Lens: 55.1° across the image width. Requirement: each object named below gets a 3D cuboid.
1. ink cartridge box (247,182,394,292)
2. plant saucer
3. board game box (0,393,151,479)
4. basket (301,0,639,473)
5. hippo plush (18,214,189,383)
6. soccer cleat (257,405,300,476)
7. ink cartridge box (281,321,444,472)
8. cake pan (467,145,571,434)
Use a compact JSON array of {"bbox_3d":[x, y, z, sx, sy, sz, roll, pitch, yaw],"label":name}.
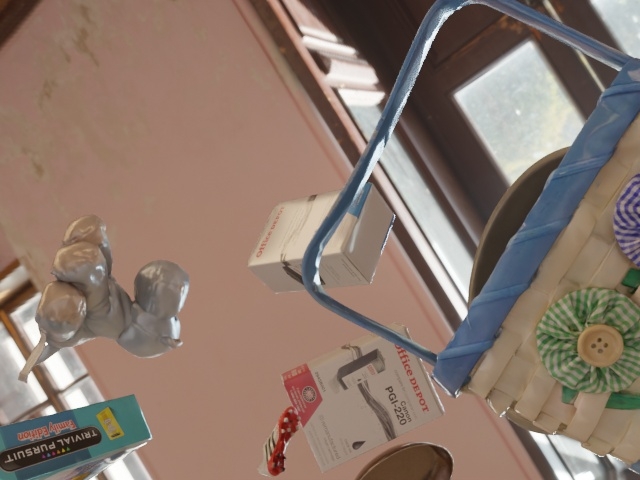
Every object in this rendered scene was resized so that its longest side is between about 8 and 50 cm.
[{"bbox_3d":[0.000,0.000,1.519,0.307,0.129,0.223,-9,-135,39],"label":"ink cartridge box"},{"bbox_3d":[0.192,0.617,1.551,0.310,0.310,0.050,-31,-144,-8],"label":"plant saucer"},{"bbox_3d":[-0.436,0.325,0.816,0.254,0.079,0.336,-37,162,22],"label":"board game box"},{"bbox_3d":[0.149,-0.012,0.409,0.201,0.289,0.254,6,112,-60],"label":"basket"},{"bbox_3d":[-0.344,0.123,1.043,0.234,0.236,0.294,4,-104,70],"label":"hippo plush"},{"bbox_3d":[-0.049,0.228,0.700,0.035,0.029,0.083,-21,-141,39],"label":"soccer cleat"},{"bbox_3d":[0.066,0.248,0.993,0.218,0.158,0.092,-24,178,-8],"label":"ink cartridge box"},{"bbox_3d":[0.253,0.050,0.630,0.054,0.293,0.293,12,162,-17],"label":"cake pan"}]
